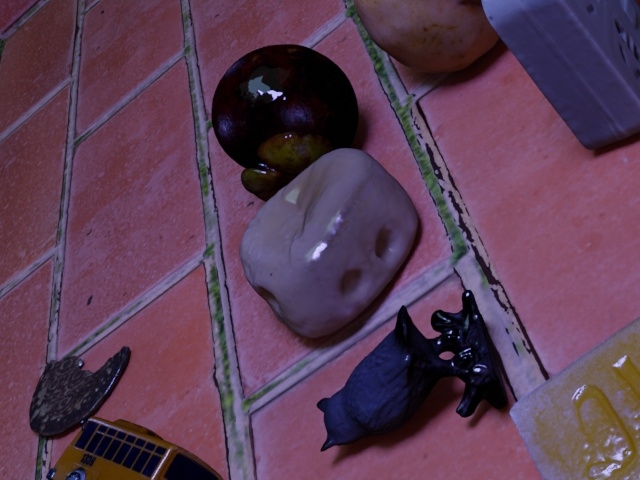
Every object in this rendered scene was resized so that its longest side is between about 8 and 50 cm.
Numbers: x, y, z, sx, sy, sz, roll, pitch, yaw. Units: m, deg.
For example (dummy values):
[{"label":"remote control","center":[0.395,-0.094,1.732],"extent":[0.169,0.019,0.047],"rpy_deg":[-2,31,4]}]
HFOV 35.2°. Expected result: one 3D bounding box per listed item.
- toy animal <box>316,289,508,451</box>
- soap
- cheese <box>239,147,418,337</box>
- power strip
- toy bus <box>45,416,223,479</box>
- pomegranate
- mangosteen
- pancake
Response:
[{"label":"toy animal","center":[0.066,0.134,0.957],"extent":[0.210,0.117,0.121],"rpy_deg":[-31,42,19]},{"label":"soap","center":[0.273,0.124,0.770],"extent":[0.232,0.073,0.140],"rpy_deg":[-37,38,12]},{"label":"cheese","center":[0.000,0.000,1.173],"extent":[0.218,0.117,0.235],"rpy_deg":[-18,39,39]},{"label":"power strip","center":[0.247,-0.250,1.056],"extent":[0.141,0.229,0.261],"rpy_deg":[-21,41,35]},{"label":"toy bus","center":[-0.213,0.269,1.139],"extent":[0.201,0.098,0.114],"rpy_deg":[4,57,50]},{"label":"pomegranate","center":[0.140,-0.307,1.268],"extent":[0.207,0.207,0.207],"rpy_deg":[-29,37,25]},{"label":"mangosteen","center":[-0.045,-0.157,1.324],"extent":[0.210,0.210,0.210],"rpy_deg":[-29,37,25]},{"label":"pancake","center":[-0.349,0.200,1.440],"extent":[0.184,0.020,0.190],"rpy_deg":[-49,34,-2]}]
